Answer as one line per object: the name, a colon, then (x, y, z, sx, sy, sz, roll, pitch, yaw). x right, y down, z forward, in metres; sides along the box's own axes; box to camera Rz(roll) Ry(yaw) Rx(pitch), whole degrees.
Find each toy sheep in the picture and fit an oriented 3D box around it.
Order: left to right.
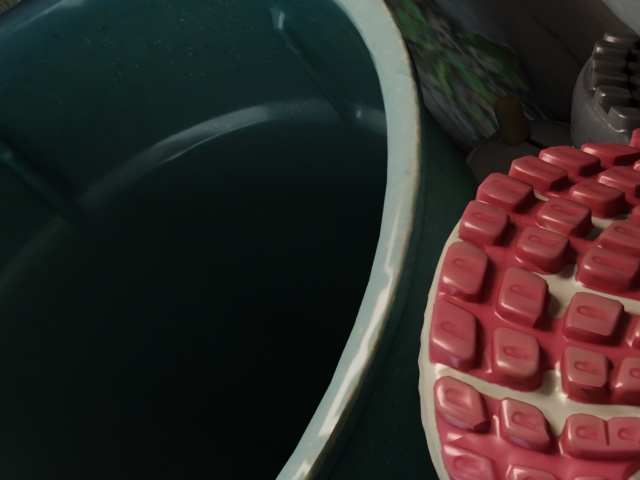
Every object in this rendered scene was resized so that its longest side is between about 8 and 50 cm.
toy sheep: (0.101, -0.009, 0.832, 0.091, 0.091, 0.132, 33, 148, 50)

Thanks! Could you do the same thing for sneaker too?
sneaker: (0.103, 0.031, 0.530, 0.121, 0.112, 0.299, 16, -157, 14)

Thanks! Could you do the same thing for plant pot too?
plant pot: (-0.013, 0.116, 0.741, 0.334, 0.341, 0.341, 42, 174, -37)

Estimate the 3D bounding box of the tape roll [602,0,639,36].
tape roll: (0.120, -0.106, 0.447, 0.219, 0.072, 0.219, 44, 168, 12)
